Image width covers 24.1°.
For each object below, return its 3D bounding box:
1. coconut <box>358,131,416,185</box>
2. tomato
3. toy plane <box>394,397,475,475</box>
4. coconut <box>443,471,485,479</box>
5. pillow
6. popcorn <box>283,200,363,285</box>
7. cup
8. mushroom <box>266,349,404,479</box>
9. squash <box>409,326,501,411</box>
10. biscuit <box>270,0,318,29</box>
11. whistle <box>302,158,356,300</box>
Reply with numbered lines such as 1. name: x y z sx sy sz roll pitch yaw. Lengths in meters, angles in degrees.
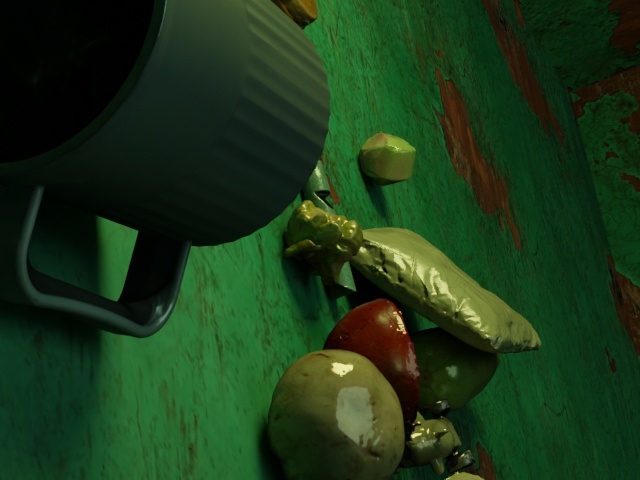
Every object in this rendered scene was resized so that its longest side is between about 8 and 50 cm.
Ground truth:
1. coconut: 0.098 -0.119 2.241 0.082 0.083 0.081 -99 -161 -62
2. tomato: 0.047 0.166 1.791 0.189 0.099 0.173 107 -31 -48
3. toy plane: 0.141 0.264 1.930 0.092 0.108 0.286 65 12 11
4. coconut: 0.174 0.364 1.826 0.162 0.161 0.161 58 21 -52
5. pillow: 0.167 0.061 2.064 0.281 0.076 0.274 36 10 20
6. popcorn: 0.001 -0.001 1.853 0.097 0.089 0.109 35 6 9
7. cup: -0.153 -0.110 1.266 0.311 0.257 0.331 26 48 -61
8. mushroom: 0.013 0.202 1.617 0.166 0.127 0.166 21 57 -37
9. squash: 0.188 0.172 2.129 0.118 0.118 0.370 71 18 4
10. biscuit: -0.066 -0.374 2.107 0.170 0.050 0.170 55 16 -24
11. whistle: 0.007 -0.015 1.947 0.039 0.039 0.186 26 46 -63
